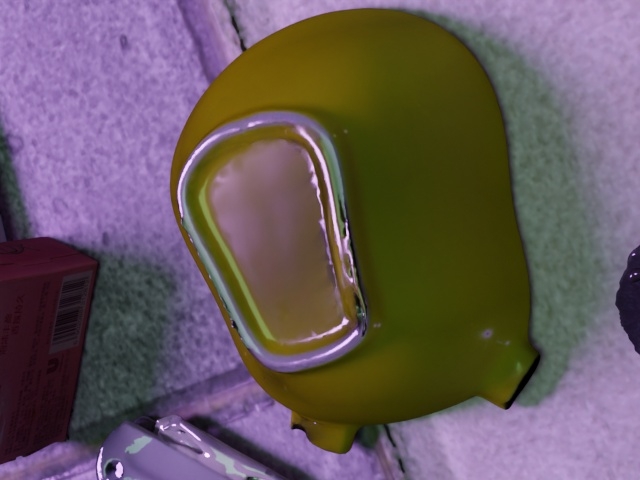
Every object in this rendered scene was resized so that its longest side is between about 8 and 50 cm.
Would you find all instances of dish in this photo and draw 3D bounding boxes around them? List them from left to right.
[{"bbox_3d":[0.000,0.000,0.749,0.221,0.108,0.262,-18,89,31],"label":"dish"}]

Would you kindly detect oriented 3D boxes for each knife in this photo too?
[{"bbox_3d":[-0.031,0.184,0.836,0.266,0.041,0.073,24,98,24],"label":"knife"}]

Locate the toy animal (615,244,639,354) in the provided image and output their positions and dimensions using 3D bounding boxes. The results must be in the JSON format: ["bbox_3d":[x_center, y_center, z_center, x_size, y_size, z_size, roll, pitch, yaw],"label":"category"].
[{"bbox_3d":[0.221,0.090,0.669,0.148,0.084,0.232,4,102,41],"label":"toy animal"}]

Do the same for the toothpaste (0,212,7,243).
[{"bbox_3d":[-0.253,-0.044,0.925,0.057,0.035,0.197,-16,88,24],"label":"toothpaste"}]

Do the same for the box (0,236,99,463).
[{"bbox_3d":[-0.217,0.078,0.881,0.060,0.111,0.156,20,106,25],"label":"box"}]
